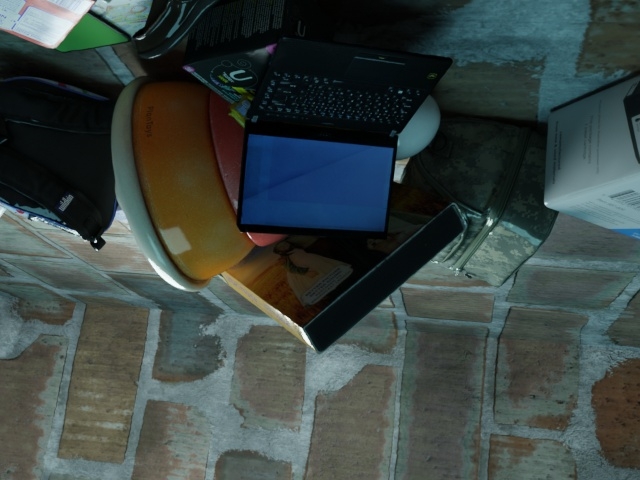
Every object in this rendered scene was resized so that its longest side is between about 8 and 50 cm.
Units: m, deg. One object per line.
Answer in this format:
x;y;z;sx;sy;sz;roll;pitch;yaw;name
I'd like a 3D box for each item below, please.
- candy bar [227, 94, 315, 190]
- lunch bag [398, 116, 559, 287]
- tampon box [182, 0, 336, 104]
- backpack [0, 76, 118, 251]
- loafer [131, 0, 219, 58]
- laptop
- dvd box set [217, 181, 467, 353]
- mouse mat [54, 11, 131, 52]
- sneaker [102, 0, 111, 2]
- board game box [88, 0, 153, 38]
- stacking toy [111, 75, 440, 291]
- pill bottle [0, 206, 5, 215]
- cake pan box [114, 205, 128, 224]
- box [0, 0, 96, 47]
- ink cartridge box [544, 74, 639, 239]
-0.065;-0.136;1.100;0.161;0.040;0.018;45;171;-19;candy bar
0.258;-0.074;1.374;0.256;0.213;0.305;24;161;4;lunch bag
-0.080;-0.261;1.054;0.161;0.101;0.120;-4;160;32;tampon box
-0.464;-0.154;1.341;0.263;0.277;0.213;23;170;-33;backpack
-0.165;-0.307;0.961;0.220;0.080;0.078;-33;113;33;loafer
0.026;-0.125;1.049;0.234;0.137;0.264;2;152;-21;laptop
0.000;0.000;1.320;0.420;0.307;0.062;29;153;58;dvd box set
-0.381;-0.312;1.126;0.189;0.007;0.152;6;166;41;mouse mat
-0.200;-0.333;0.901;0.069;0.084;0.185;19;159;-34;sneaker
-0.239;-0.322;1.048;0.154;0.026;0.103;-6;159;37;board game box
-0.048;-0.131;1.228;0.479;0.351;0.350;-12;159;10;stacking toy
-0.753;-0.177;1.375;0.229;0.229;0.407;-9;156;41;pill bottle
-0.328;-0.065;1.842;0.266;0.070;0.245;-7;160;36;cake pan box
-0.389;-0.345;0.839;0.300;0.142;0.154;18;160;-31;box
0.563;-0.129;1.113;0.285;0.166;0.395;16;162;-28;ink cartridge box
